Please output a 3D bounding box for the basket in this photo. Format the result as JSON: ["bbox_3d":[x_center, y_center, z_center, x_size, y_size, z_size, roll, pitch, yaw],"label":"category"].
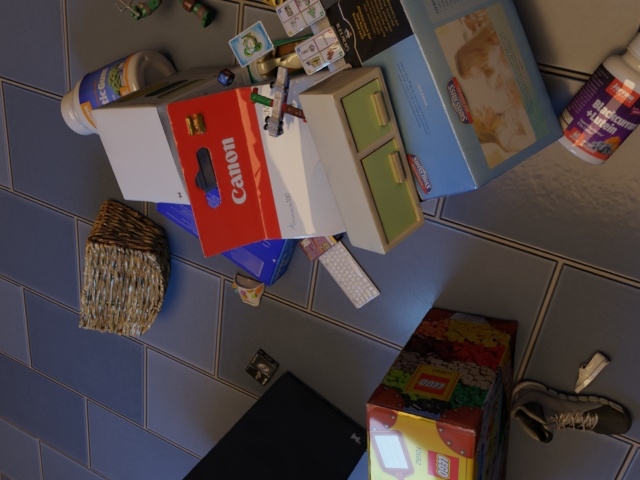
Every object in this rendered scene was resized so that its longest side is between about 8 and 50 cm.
[{"bbox_3d":[-0.509,0.075,1.694,0.213,0.223,0.299,10,122,-12],"label":"basket"}]

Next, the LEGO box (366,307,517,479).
[{"bbox_3d":[0.251,0.445,1.271,0.193,0.372,0.501,8,116,25],"label":"LEGO box"}]

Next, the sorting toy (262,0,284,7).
[{"bbox_3d":[-0.159,-0.575,1.236,0.274,0.046,0.132,47,126,2],"label":"sorting toy"}]

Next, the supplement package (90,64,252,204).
[{"bbox_3d":[-0.278,-0.222,1.300,0.199,0.262,0.198,6,123,35],"label":"supplement package"}]

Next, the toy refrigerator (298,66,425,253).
[{"bbox_3d":[0.071,-0.122,0.986,0.094,0.102,0.270,16,133,51],"label":"toy refrigerator"}]

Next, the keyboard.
[{"bbox_3d":[0.031,0.035,1.426,0.072,0.014,0.256,-37,92,35],"label":"keyboard"}]

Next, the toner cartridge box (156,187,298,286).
[{"bbox_3d":[-0.218,-0.056,1.475,0.347,0.075,0.165,33,131,13],"label":"toner cartridge box"}]

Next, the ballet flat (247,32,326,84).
[{"bbox_3d":[-0.075,-0.360,1.261,0.247,0.087,0.083,-8,108,31],"label":"ballet flat"}]

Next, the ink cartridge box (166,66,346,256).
[{"bbox_3d":[-0.062,-0.148,1.201,0.091,0.384,0.309,-145,41,-64],"label":"ink cartridge box"}]

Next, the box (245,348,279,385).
[{"bbox_3d":[-0.153,0.333,1.657,0.067,0.018,0.083,39,124,9],"label":"box"}]

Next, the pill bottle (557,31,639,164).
[{"bbox_3d":[0.470,-0.225,1.008,0.108,0.108,0.194,38,124,9],"label":"pill bottle"}]

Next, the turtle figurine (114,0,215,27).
[{"bbox_3d":[-0.322,-0.538,1.301,0.234,0.118,0.175,22,137,1],"label":"turtle figurine"}]

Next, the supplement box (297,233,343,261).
[{"bbox_3d":[0.000,0.000,1.395,0.083,0.043,0.055,-37,92,29],"label":"supplement box"}]

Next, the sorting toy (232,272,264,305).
[{"bbox_3d":[-0.181,0.131,1.576,0.083,0.045,0.075,17,138,22],"label":"sorting toy"}]

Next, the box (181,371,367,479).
[{"bbox_3d":[-0.173,0.669,1.537,0.297,0.480,0.472,36,124,11],"label":"box"}]

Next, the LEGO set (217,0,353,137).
[{"bbox_3d":[-0.058,-0.284,1.063,0.244,0.060,0.183,-21,104,34],"label":"LEGO set"}]

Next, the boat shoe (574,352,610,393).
[{"bbox_3d":[0.526,0.259,1.246,0.035,0.035,0.100,51,135,34],"label":"boat shoe"}]

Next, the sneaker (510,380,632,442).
[{"bbox_3d":[0.485,0.363,1.250,0.228,0.132,0.086,10,116,25],"label":"sneaker"}]

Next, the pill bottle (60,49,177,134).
[{"bbox_3d":[-0.464,-0.325,1.452,0.271,0.152,0.153,-10,106,31],"label":"pill bottle"}]

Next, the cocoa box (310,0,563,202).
[{"bbox_3d":[0.187,-0.263,1.031,0.228,0.231,0.347,-9,108,59],"label":"cocoa box"}]
